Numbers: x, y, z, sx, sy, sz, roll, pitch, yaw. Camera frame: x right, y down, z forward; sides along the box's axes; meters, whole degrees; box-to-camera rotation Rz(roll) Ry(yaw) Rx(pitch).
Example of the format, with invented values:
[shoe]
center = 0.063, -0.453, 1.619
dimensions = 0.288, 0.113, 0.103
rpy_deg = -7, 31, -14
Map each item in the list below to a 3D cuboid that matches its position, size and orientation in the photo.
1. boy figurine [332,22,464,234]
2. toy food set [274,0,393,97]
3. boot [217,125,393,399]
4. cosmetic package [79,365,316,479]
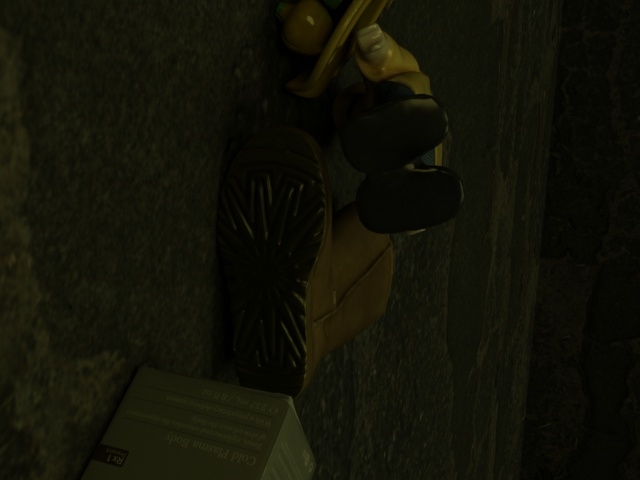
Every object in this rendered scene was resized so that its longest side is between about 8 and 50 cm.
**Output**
[boy figurine]
center = 0.058, -0.099, 0.857
dimensions = 0.285, 0.092, 0.177
rpy_deg = -100, 175, -73
[toy food set]
center = 0.016, -0.215, 0.869
dimensions = 0.218, 0.071, 0.128
rpy_deg = -56, 178, -39
[boot]
center = 0.000, 0.000, 0.900
dimensions = 0.269, 0.089, 0.236
rpy_deg = -34, 133, -66
[cosmetic package]
center = -0.104, 0.215, 0.654
dimensions = 0.107, 0.127, 0.238
rpy_deg = 76, 29, -48
